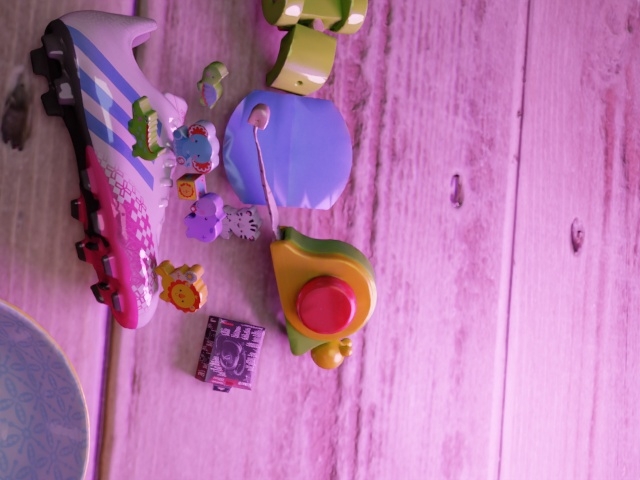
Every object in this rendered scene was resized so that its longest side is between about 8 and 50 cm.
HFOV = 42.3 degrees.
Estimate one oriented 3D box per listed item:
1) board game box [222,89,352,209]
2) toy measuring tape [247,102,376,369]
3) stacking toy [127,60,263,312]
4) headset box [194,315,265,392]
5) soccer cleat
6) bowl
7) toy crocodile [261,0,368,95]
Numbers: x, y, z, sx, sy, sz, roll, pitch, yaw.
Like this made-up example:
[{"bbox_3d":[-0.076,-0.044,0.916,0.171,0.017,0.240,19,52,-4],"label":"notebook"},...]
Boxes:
[{"bbox_3d":[-0.043,-0.107,0.992,0.169,0.033,0.133,2,92,-28],"label":"board game box"},{"bbox_3d":[0.000,0.000,0.950,0.121,0.121,0.330,-21,113,-29],"label":"toy measuring tape"},{"bbox_3d":[-0.122,-0.061,0.854,0.167,0.052,0.221,-55,144,-58],"label":"stacking toy"},{"bbox_3d":[-0.105,0.134,0.957,0.062,0.032,0.083,16,83,-29],"label":"headset box"},{"bbox_3d":[-0.191,-0.077,0.860,0.143,0.116,0.331,-15,97,-29],"label":"soccer cleat"},{"bbox_3d":[-0.368,0.175,0.732,0.290,0.156,0.289,1,89,-30],"label":"bowl"},{"bbox_3d":[-0.025,-0.343,0.977,0.115,0.105,0.340,-4,87,-31],"label":"toy crocodile"}]
